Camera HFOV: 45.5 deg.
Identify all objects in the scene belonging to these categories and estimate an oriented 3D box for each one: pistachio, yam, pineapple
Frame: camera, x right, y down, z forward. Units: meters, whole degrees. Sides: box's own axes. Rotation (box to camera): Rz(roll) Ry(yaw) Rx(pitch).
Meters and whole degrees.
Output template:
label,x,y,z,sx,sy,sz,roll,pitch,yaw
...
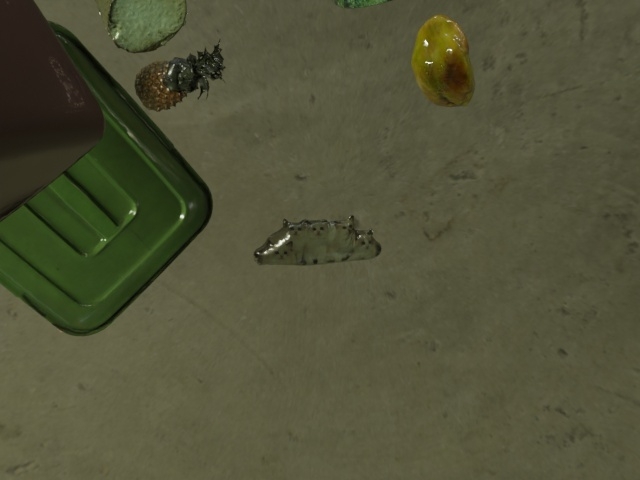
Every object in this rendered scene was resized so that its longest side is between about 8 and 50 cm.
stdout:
label,x,y,z,sx,sy,sz,roll,pitch,yaw
pistachio,0.229,-0.327,1.438,0.110,0.100,0.189,-12,126,10
yam,-0.362,-0.495,1.447,0.168,0.168,0.304,-30,51,3
pineapple,-0.301,-0.356,1.679,0.251,0.125,0.125,-11,94,39

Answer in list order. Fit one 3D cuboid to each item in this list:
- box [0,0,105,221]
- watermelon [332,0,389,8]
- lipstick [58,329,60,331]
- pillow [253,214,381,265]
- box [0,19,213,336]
label,x,y,z,sx,sy,sz,roll,pitch,yaw
box,-0.273,-0.115,0.424,0.193,0.167,0.294,-33,91,15
watermelon,0.123,-0.621,1.617,0.176,0.256,0.260,-34,136,-33
lipstick,-0.433,0.075,1.260,0.045,0.045,0.146,-18,100,-24
pillow,-0.001,-0.001,1.363,0.240,0.051,0.093,-3,114,-16
box,-0.322,-0.081,0.914,0.253,0.177,0.329,-45,129,-10
